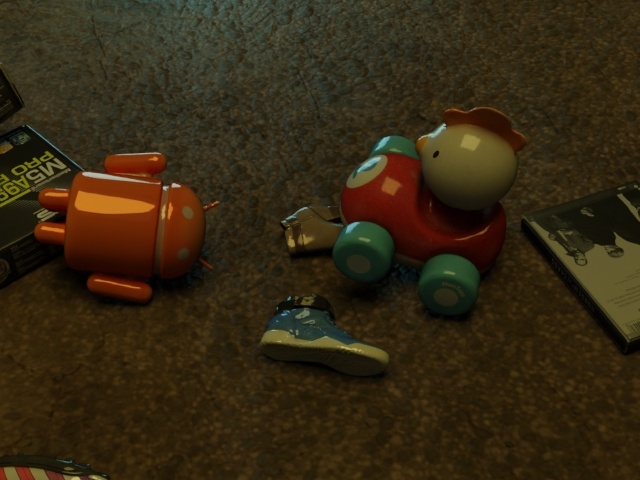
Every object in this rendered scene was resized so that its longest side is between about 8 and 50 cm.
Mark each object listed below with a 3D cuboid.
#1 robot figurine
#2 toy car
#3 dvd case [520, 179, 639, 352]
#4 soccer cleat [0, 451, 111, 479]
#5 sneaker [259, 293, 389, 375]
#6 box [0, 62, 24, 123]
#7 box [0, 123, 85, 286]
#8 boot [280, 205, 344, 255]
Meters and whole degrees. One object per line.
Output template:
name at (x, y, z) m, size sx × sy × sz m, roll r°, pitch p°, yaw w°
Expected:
robot figurine at (-0.237, -0.020, 1.260) m, size 0.219 × 0.128 × 0.158 m, roll 7°, pitch 47°, yaw -8°
toy car at (0.146, -0.080, 1.216) m, size 0.210 × 0.238 × 0.219 m, roll 21°, pitch 43°, yaw 1°
dvd case at (0.387, 0.025, 1.266) m, size 0.179 × 0.030 × 0.239 m, roll -16°, pitch 45°, yaw -14°
soccer cleat at (-0.207, 0.291, 0.960) m, size 0.318 × 0.109 × 0.116 m, roll 13°, pitch 49°, yaw 13°
sneaker at (0.012, 0.103, 1.179) m, size 0.152 × 0.058 × 0.085 m, roll 6°, pitch 52°, yaw 19°
box at (-0.604, -0.128, 1.384) m, size 0.257 × 0.079 × 0.322 m, roll 3°, pitch 38°, yaw 41°
box at (-0.445, -0.033, 1.347) m, size 0.270 × 0.060 × 0.216 m, roll -33°, pitch 50°, yaw -28°
boot at (0.000, 0.000, 1.309) m, size 0.087 × 0.042 × 0.118 m, roll -19°, pitch 44°, yaw -8°
